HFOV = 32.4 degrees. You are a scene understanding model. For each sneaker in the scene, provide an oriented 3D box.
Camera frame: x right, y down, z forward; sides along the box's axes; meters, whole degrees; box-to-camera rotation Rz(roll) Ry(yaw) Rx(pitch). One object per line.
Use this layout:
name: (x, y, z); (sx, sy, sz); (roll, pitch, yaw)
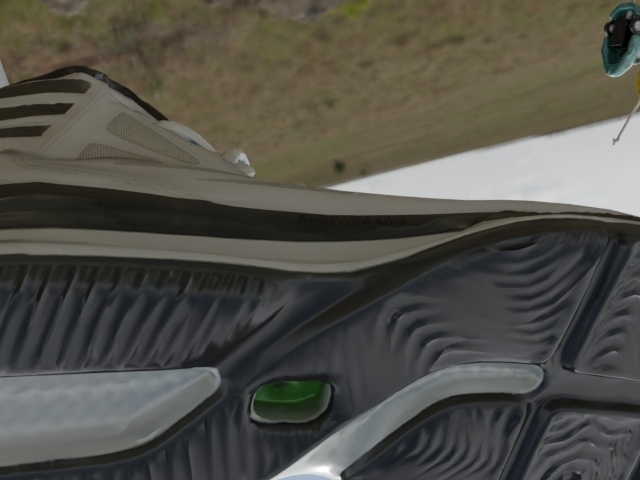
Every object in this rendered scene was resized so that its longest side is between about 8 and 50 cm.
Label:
sneaker: (0.000, -0.001, 0.522); (0.447, 0.169, 0.257); (5, -150, -23)

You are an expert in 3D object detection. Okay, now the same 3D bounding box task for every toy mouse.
toy mouse: (0.275, -0.177, 0.886); (0.031, 0.143, 0.161); (12, 137, -26)

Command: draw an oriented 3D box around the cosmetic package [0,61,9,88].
cosmetic package: (-0.365, -0.060, 0.810); (0.284, 0.377, 0.097); (-18, -156, -8)
